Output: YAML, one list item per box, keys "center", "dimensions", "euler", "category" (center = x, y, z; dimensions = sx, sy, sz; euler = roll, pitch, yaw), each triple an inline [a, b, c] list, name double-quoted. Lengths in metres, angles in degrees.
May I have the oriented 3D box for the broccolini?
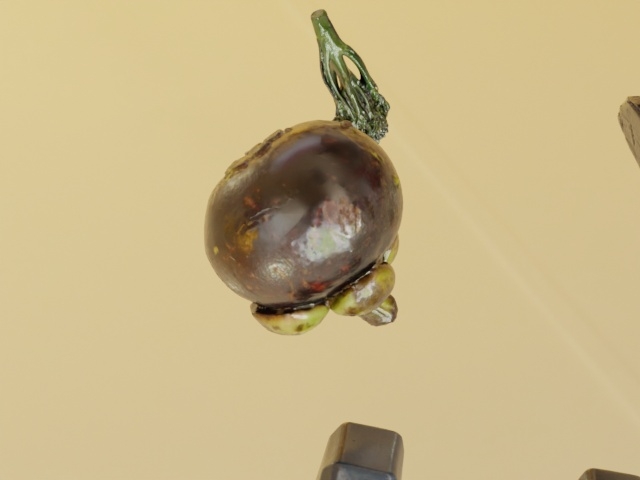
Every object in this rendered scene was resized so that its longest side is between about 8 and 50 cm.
- center: [0.030, -0.212, 2.074]
  dimensions: [0.091, 0.203, 0.068]
  euler: [-31, -157, -17]
  category: "broccolini"

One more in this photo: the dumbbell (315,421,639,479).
- center: [0.150, 0.276, 1.518]
  dimensions: [0.324, 0.144, 0.160]
  euler: [11, -94, 1]
  category: "dumbbell"

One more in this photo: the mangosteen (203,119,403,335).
- center: [0.000, 0.000, 1.479]
  dimensions: [0.192, 0.217, 0.192]
  euler: [-34, -166, 10]
  category: "mangosteen"

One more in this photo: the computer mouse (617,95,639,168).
- center: [0.368, -0.096, 1.667]
  dimensions: [0.057, 0.099, 0.172]
  euler: [-23, -139, -6]
  category: "computer mouse"
